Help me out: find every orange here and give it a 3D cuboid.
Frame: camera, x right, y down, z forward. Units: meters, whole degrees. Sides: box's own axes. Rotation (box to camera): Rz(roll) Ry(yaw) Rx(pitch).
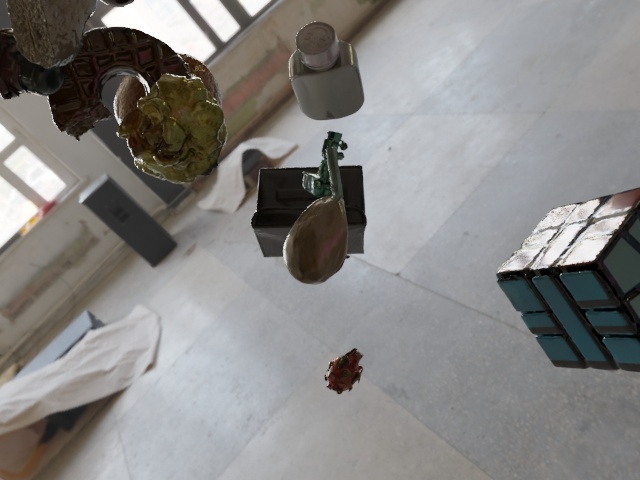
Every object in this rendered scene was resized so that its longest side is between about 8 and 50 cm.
[{"bbox_3d":[-0.513,-0.455,1.883,0.357,0.322,0.322,-11,38,23],"label":"orange"}]

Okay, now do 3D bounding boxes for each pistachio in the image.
[{"bbox_3d":[0.000,0.000,1.373,0.237,0.153,0.137,-62,0,-21],"label":"pistachio"}]

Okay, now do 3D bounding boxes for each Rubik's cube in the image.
[{"bbox_3d":[0.609,0.089,1.220,0.294,0.288,0.283,-39,10,-24],"label":"Rubik's cube"}]

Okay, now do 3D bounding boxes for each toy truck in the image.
[{"bbox_3d":[0.008,-0.205,1.491,0.081,0.067,0.175,29,110,43],"label":"toy truck"}]

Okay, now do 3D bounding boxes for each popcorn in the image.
[{"bbox_3d":[-0.351,-0.263,1.352,0.252,0.215,0.286,-9,-30,-46],"label":"popcorn"}]

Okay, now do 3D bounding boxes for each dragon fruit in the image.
[{"bbox_3d":[0.061,0.319,1.389,0.116,0.086,0.081,-63,23,-2],"label":"dragon fruit"}]

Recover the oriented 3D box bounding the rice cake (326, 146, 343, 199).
[{"bbox_3d":[0.032,-0.151,1.276,0.022,0.022,0.121,-12,84,41],"label":"rice cake"}]

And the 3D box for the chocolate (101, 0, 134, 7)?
[{"bbox_3d":[-0.623,-0.787,1.674,0.177,0.176,0.176,-32,29,20],"label":"chocolate"}]

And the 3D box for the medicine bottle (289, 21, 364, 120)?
[{"bbox_3d":[0.009,-0.282,0.957,0.119,0.183,0.069,-7,69,9],"label":"medicine bottle"}]

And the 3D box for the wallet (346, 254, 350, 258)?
[{"bbox_3d":[0.050,0.055,2.337,0.129,0.088,0.026,18,99,41],"label":"wallet"}]

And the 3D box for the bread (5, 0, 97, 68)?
[{"bbox_3d":[-0.506,-0.500,1.056,0.337,0.102,0.183,102,-167,-45],"label":"bread"}]

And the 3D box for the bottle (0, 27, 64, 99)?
[{"bbox_3d":[-0.714,-0.403,1.277,0.156,0.271,0.143,-68,-12,5],"label":"bottle"}]

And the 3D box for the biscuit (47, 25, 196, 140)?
[{"bbox_3d":[-0.510,-0.414,1.451,0.367,0.268,0.115,-13,4,-19],"label":"biscuit"}]

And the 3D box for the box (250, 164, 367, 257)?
[{"bbox_3d":[-0.029,-0.086,1.803,0.346,0.251,0.204,-1,66,3],"label":"box"}]
